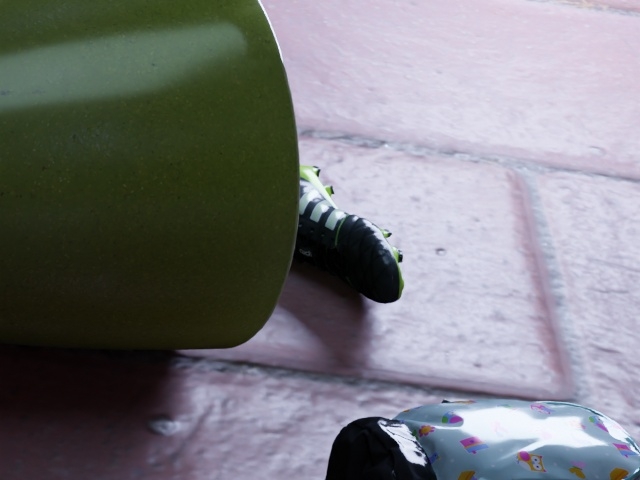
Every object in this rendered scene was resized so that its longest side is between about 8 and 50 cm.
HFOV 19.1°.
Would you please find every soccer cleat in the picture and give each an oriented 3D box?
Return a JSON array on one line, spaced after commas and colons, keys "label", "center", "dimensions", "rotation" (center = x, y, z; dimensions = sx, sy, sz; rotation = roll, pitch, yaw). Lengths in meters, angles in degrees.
[{"label": "soccer cleat", "center": [0.000, 0.000, 1.420], "dimensions": [0.072, 0.060, 0.179], "rotation": [-17, 36, -24]}]

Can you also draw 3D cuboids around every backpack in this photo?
[{"label": "backpack", "center": [0.108, 0.162, 1.154], "dimensions": [0.182, 0.115, 0.152], "rotation": [3, 31, -20]}]

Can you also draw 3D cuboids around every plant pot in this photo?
[{"label": "plant pot", "center": [-0.207, -0.047, 1.204], "dimensions": [0.293, 0.275, 0.275], "rotation": [-7, 38, -30]}]
